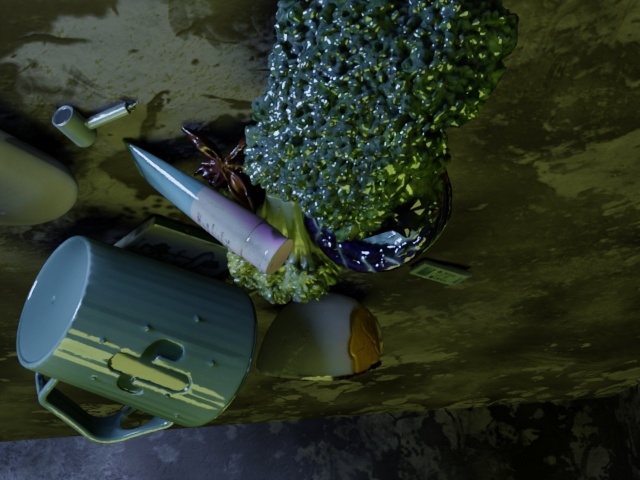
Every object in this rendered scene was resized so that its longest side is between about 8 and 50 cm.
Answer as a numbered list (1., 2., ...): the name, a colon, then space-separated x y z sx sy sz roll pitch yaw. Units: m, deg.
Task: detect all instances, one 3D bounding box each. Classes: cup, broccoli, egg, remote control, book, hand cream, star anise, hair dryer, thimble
1. cup: -0.369 0.220 1.342 0.392 0.400 0.310 28 165 -38
2. broccoli: -0.064 -0.033 1.195 0.247 0.263 0.243 -32 154 -23
3. broccoli: 0.053 -0.168 0.841 0.277 0.338 0.317 23 176 4
4. egg: -0.003 0.231 1.716 0.337 0.201 0.337 -1 179 0
5. remote control: -0.525 -0.105 1.022 0.221 0.103 0.332 -13 154 26
6. book: -0.277 0.059 1.484 0.260 0.043 0.371 -28 146 37
7. hand cream: -0.185 -0.057 1.083 0.312 0.070 0.111 35 161 15
8. star anise: -0.149 -0.126 1.112 0.141 0.158 0.144 2 -171 -1
9. hair dryer: -0.323 -0.182 0.995 0.124 0.037 0.063 -19 152 12
10. thimble: 0.088 -0.069 1.086 0.237 0.237 0.150 -19 -176 24
11. remote control: 0.297 0.077 1.666 0.162 0.029 0.061 17 144 -30
